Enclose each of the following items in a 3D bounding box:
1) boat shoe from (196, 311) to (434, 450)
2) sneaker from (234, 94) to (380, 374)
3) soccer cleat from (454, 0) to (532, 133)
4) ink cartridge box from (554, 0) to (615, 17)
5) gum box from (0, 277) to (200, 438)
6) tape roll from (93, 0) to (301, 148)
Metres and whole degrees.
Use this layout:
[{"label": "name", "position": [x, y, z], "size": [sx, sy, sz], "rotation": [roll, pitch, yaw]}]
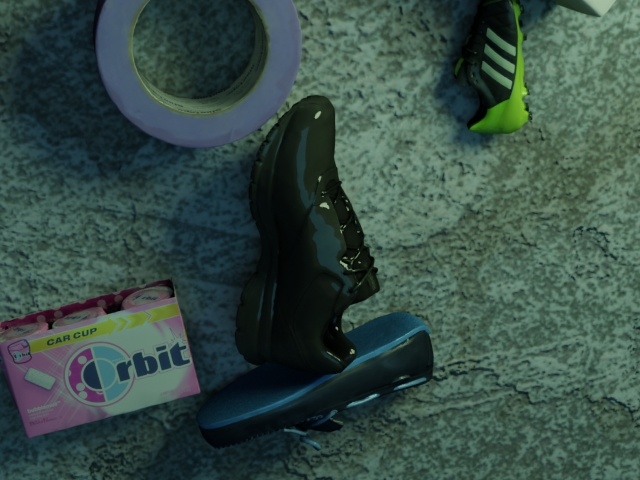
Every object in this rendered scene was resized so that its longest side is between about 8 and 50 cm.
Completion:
[{"label": "boat shoe", "position": [0.003, 0.165, 1.308], "size": [0.258, 0.109, 0.089], "rotation": [-20, 114, -3]}, {"label": "sneaker", "position": [0.000, 0.000, 1.231], "size": [0.130, 0.109, 0.286], "rotation": [15, 116, 22]}, {"label": "soccer cleat", "position": [0.167, -0.190, 1.254], "size": [0.072, 0.060, 0.179], "rotation": [-7, 110, 4]}, {"label": "ink cartridge box", "position": [0.208, -0.369, 1.171], "size": [0.273, 0.115, 0.198], "rotation": [35, 98, -19]}, {"label": "gum box", "position": [-0.225, 0.118, 1.266], "size": [0.188, 0.062, 0.107], "rotation": [-15, 110, -7]}, {"label": "tape roll", "position": [-0.116, -0.186, 1.182], "size": [0.189, 0.080, 0.189], "rotation": [-3, 107, -10]}]
